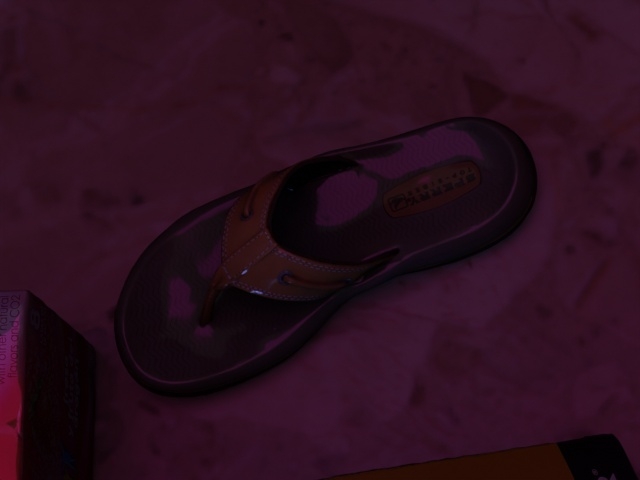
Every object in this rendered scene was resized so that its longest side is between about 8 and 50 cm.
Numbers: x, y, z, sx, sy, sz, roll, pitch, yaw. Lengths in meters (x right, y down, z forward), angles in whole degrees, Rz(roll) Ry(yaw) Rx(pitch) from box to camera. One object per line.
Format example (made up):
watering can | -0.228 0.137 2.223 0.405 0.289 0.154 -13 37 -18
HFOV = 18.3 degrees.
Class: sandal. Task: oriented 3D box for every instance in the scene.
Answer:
sandal | 0.000 0.000 0.945 0.219 0.060 0.090 -22 73 1

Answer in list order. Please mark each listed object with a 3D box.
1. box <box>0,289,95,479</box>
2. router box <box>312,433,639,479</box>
box | -0.178 0.159 0.893 0.128 0.122 0.257 -2 74 8
router box | 0.072 0.236 0.769 0.243 0.081 0.309 -5 59 -36
